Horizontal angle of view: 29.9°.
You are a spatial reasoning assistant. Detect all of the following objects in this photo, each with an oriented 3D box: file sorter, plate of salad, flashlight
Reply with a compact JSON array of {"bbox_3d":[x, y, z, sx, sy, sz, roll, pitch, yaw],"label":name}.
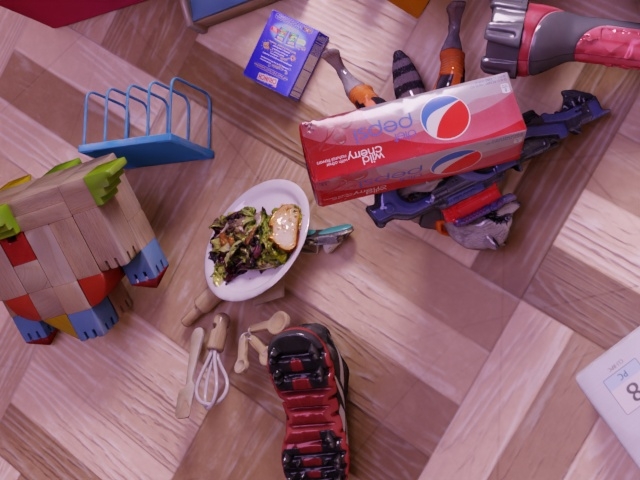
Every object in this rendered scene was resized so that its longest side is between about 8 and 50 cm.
[{"bbox_3d":[-0.264,-0.179,1.834,0.170,0.118,0.104,-5,77,27],"label":"file sorter"},{"bbox_3d":[-0.100,-0.006,1.732,0.200,0.048,0.199,-23,50,31],"label":"plate of salad"},{"bbox_3d":[0.354,-0.233,1.476,0.304,0.103,0.103,11,91,11],"label":"flashlight"}]

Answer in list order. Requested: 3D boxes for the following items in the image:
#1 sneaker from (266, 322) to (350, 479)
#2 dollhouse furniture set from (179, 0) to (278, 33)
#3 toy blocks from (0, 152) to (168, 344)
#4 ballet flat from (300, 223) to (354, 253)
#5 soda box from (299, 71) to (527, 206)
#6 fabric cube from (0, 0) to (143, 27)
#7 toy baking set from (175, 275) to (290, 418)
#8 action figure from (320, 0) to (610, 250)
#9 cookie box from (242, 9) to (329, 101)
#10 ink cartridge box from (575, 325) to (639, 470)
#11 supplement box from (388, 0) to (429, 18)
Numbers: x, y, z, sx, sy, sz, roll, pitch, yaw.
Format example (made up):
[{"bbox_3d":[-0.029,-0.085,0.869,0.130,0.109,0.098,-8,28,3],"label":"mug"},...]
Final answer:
[{"bbox_3d":[-0.005,0.236,1.658,0.098,0.135,0.276,-4,105,15],"label":"sneaker"},{"bbox_3d":[-0.186,-0.472,1.723,0.198,0.303,0.286,-15,77,25],"label":"dollhouse furniture set"},{"bbox_3d":[-0.391,0.036,1.825,0.382,0.190,0.260,-16,110,26],"label":"toy blocks"},{"bbox_3d":[0.000,0.000,1.721,0.114,0.041,0.041,-5,81,27],"label":"ballet flat"},{"bbox_3d":[0.111,-0.121,1.460,0.263,0.092,0.083,-15,71,-1],"label":"soda box"},{"bbox_3d":[-0.413,-0.511,1.873,0.254,0.258,0.259,-11,78,27],"label":"fabric cube"},{"bbox_3d":[-0.141,0.136,1.739,0.256,0.030,0.196,-40,43,20],"label":"toy baking set"},{"bbox_3d":[0.194,-0.143,1.600,0.341,0.178,0.330,-18,80,-6],"label":"action figure"},{"bbox_3d":[-0.052,-0.273,1.775,0.092,0.040,0.107,30,98,27],"label":"cookie box"},{"bbox_3d":[0.531,0.221,1.381,0.308,0.091,0.385,-41,66,18],"label":"ink cartridge box"},{"bbox_3d":[0.144,-0.434,1.544,0.129,0.191,0.194,32,57,0],"label":"supplement box"}]
